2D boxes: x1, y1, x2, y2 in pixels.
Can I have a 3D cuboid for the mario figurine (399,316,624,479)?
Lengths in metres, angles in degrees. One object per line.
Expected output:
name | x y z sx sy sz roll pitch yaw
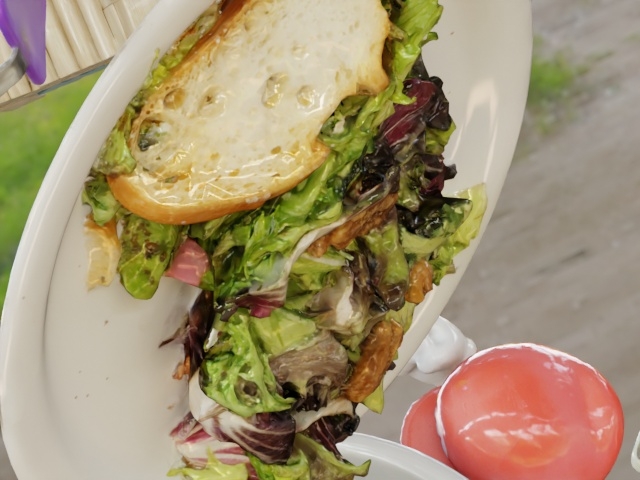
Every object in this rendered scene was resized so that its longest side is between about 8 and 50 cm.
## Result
mario figurine | 0.122 0.170 1.270 0.198 0.320 0.170 23 76 24

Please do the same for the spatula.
spatula | -0.168 -0.039 0.845 0.030 0.296 0.084 8 -24 14

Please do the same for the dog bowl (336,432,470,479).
dog bowl | -0.018 0.251 1.026 0.348 0.102 0.349 -3 44 3

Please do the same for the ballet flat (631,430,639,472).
ballet flat | 0.340 0.222 1.635 0.124 0.342 0.116 6 -27 5

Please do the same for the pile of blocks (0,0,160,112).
pile of blocks | -0.276 -0.184 1.644 0.362 0.113 0.149 -22 3 6

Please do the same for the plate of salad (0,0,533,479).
plate of salad | 0.000 0.000 0.480 0.048 0.200 0.200 31 47 31
